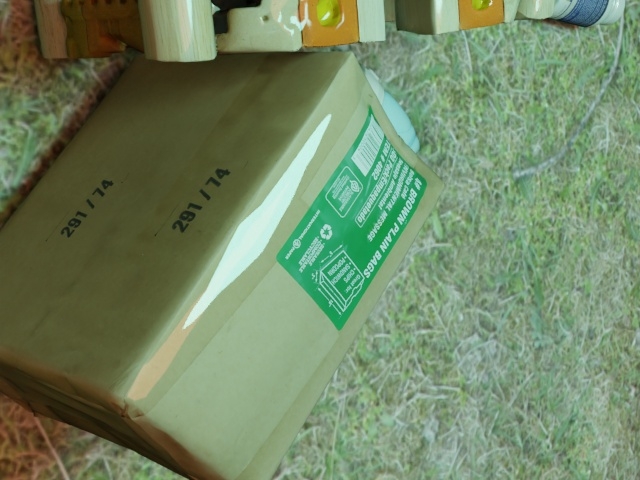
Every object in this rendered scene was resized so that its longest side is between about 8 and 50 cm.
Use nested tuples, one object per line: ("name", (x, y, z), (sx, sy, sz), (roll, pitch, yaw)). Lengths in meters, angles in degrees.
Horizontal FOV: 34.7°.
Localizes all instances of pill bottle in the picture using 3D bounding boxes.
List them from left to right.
("pill bottle", (0.323, -0.304, 1.283), (0.120, 0.067, 0.067), (4, 91, -34))

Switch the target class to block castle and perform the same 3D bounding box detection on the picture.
("block castle", (-0.021, -0.287, 0.914), (0.453, 0.303, 0.212), (-13, 107, -33))

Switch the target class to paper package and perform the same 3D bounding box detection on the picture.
("paper package", (-0.110, 0.014, 0.855), (0.168, 0.310, 0.324), (50, 63, -38))

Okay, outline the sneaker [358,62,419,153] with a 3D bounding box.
("sneaker", (0.000, 0.000, 1.047), (0.150, 0.135, 0.365), (40, 73, -26))
